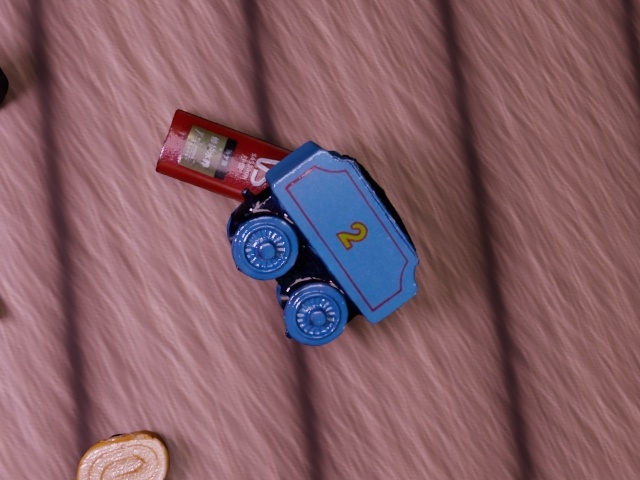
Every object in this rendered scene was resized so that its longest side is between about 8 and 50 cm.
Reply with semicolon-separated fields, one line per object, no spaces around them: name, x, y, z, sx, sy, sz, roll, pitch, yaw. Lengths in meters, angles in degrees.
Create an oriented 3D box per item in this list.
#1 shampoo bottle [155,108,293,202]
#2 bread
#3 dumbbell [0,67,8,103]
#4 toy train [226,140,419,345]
shampoo bottle;-0.123;-0.121;1.547;0.314;0.076;0.118;20;76;-7
bread;-0.317;0.375;1.446;0.149;0.073;0.122;-10;89;-9
dumbbell;-0.666;-0.331;1.416;0.203;0.204;0.323;-32;89;-13
toy train;0.000;0.000;1.459;0.265;0.188;0.300;-36;105;1
